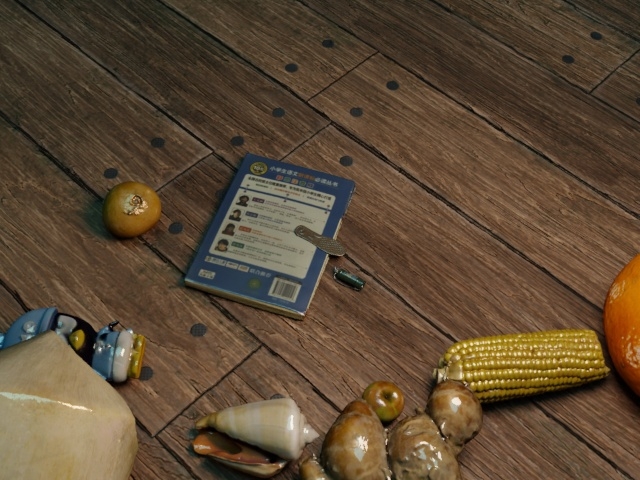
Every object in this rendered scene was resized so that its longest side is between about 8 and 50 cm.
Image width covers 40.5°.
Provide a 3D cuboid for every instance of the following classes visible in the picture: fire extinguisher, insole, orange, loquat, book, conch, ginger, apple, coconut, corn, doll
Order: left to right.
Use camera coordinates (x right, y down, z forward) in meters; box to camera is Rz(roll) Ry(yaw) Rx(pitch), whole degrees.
[{"bbox_3d":[-0.528,0.365,1.581,0.415,0.344,0.415,2,79,-10],"label":"coconut"},{"bbox_3d":[-0.530,0.227,1.813,0.314,0.141,0.177,5,56,-3],"label":"doll"},{"bbox_3d":[-0.450,-0.072,2.053,0.141,0.141,0.141,2,52,-2],"label":"loquat"},{"bbox_3d":[-0.122,0.391,1.742,0.255,0.127,0.158,1,77,26],"label":"conch"},{"bbox_3d":[-0.113,-0.023,2.089,0.300,0.039,0.428,16,53,8],"label":"book"},{"bbox_3d":[0.000,0.000,2.055,0.135,0.002,0.045,28,54,11],"label":"insole"},{"bbox_3d":[0.063,0.089,2.022,0.083,0.025,0.038,29,79,18],"label":"fire extinguisher"},{"bbox_3d":[0.130,0.337,1.804,0.089,0.074,0.089,3,53,-4],"label":"apple"},{"bbox_3d":[0.141,0.415,1.686,0.375,0.176,0.256,-10,70,2],"label":"ginger"},{"bbox_3d":[0.429,0.262,1.837,0.387,0.144,0.144,-9,54,-9],"label":"corn"},{"bbox_3d":[0.807,0.177,1.806,0.424,0.326,0.424,1,54,-1],"label":"orange"}]
